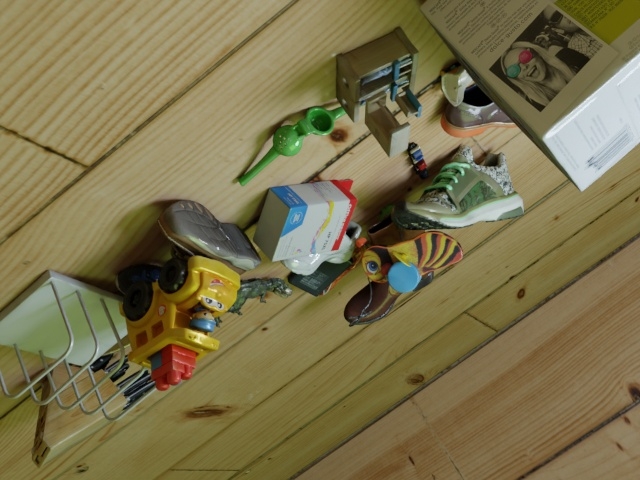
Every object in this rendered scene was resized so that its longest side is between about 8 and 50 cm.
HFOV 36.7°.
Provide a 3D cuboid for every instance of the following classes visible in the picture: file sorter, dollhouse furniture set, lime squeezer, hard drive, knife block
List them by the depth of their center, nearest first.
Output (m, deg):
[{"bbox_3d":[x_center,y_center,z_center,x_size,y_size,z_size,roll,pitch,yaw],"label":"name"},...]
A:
[{"bbox_3d":[0.127,-0.242,1.673,0.129,0.184,0.129,-27,156,-12],"label":"dollhouse furniture set"},{"bbox_3d":[-0.022,-0.191,1.753,0.310,0.059,0.110,-33,156,1],"label":"lime squeezer"},{"bbox_3d":[-0.452,0.211,1.813,0.193,0.173,0.277,-39,146,15],"label":"file sorter"},{"bbox_3d":[-0.473,0.361,2.058,0.242,0.276,0.088,17,134,-22],"label":"knife block"},{"bbox_3d":[0.000,0.070,2.280,0.094,0.022,0.135,29,120,-31],"label":"hard drive"}]

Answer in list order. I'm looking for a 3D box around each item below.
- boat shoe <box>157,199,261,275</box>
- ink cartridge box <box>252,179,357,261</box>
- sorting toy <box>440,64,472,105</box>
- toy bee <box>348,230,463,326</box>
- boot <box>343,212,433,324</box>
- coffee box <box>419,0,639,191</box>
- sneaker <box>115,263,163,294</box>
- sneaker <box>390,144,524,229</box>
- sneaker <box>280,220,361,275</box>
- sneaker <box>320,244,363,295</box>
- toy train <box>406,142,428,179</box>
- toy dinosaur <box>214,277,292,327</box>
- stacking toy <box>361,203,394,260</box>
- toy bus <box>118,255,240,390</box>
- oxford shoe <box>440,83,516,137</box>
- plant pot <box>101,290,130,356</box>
[{"bbox_3d":[-0.225,0.019,1.837,0.116,0.123,0.324,-34,155,10],"label":"boat shoe"},{"bbox_3d":[-0.014,-0.045,1.980,0.231,0.078,0.134,-10,132,-41],"label":"ink cartridge box"},{"bbox_3d":[0.275,-0.320,1.888,0.075,0.045,0.083,-38,148,-20],"label":"sorting toy"},{"bbox_3d":[0.158,0.046,2.147,0.298,0.162,0.195,-32,179,-10],"label":"toy bee"},{"bbox_3d":[0.152,0.065,2.304,0.264,0.096,0.280,-25,144,-4],"label":"boot"},{"bbox_3d":[0.435,-0.346,1.643,0.338,0.334,0.337,-42,154,10],"label":"coffee box"},{"bbox_3d":[-0.318,0.097,1.919,0.211,0.080,0.081,11,157,-41],"label":"sneaker"},{"bbox_3d":[0.300,-0.121,2.180,0.158,0.182,0.410,-4,-175,45],"label":"sneaker"},{"bbox_3d":[0.000,0.000,2.134,0.232,0.090,0.115,-20,149,-47],"label":"sneaker"},{"bbox_3d":[0.041,0.062,2.340,0.175,0.064,0.067,-43,178,29],"label":"sneaker"},{"bbox_3d":[0.215,-0.170,2.106,0.027,0.036,0.158,-33,156,2],"label":"toy train"},{"bbox_3d":[-0.190,0.132,2.177,0.268,0.064,0.118,-4,137,-44],"label":"toy dinosaur"},{"bbox_3d":[0.201,-0.030,2.345,0.166,0.052,0.221,-18,152,-29],"label":"stacking toy"},{"bbox_3d":[-0.252,0.162,1.760,0.220,0.212,0.149,-33,139,27],"label":"toy bus"},{"bbox_3d":[0.380,-0.293,2.003,0.271,0.097,0.098,-22,149,-22],"label":"oxford shoe"},{"bbox_3d":[-0.425,0.177,2.005,0.236,0.032,0.236,-26,156,-13],"label":"plant pot"}]
